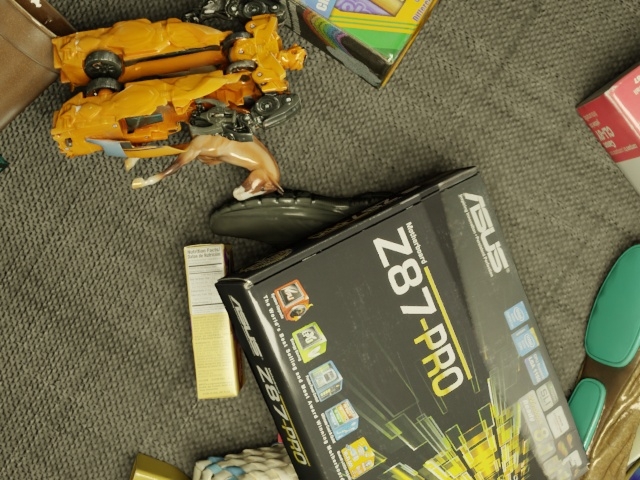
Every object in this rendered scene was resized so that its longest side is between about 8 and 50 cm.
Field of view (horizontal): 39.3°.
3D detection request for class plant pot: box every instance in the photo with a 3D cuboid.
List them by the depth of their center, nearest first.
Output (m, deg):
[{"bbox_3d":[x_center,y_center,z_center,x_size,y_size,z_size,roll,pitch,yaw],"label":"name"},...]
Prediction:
[{"bbox_3d":[-0.401,-0.228,1.116,0.167,0.167,0.165,44,98,1],"label":"plant pot"},{"bbox_3d":[-0.206,0.329,1.145,0.083,0.081,0.081,16,90,-10],"label":"plant pot"}]

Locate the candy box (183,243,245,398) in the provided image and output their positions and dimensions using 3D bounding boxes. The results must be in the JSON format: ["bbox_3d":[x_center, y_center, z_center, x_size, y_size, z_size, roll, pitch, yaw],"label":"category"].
[{"bbox_3d":[-0.132,0.097,1.129,0.053,0.109,0.186,-4,89,1],"label":"candy box"}]

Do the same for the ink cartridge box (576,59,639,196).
[{"bbox_3d":[0.549,-0.097,1.092,0.279,0.160,0.384,-36,89,1],"label":"ink cartridge box"}]

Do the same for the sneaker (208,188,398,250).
[{"bbox_3d":[0.000,0.000,1.134,0.287,0.109,0.130,3,100,5],"label":"sneaker"}]

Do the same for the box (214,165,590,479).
[{"bbox_3d":[0.103,0.157,1.000,0.318,0.097,0.394,-26,99,-27],"label":"box"}]

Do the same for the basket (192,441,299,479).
[{"bbox_3d":[-0.016,0.360,1.095,0.289,0.201,0.254,10,86,-26],"label":"basket"}]

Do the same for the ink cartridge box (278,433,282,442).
[{"bbox_3d":[0.022,0.155,1.111,0.128,0.127,0.176,2,89,9],"label":"ink cartridge box"}]

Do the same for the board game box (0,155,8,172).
[{"bbox_3d":[-0.482,-0.162,1.126,0.026,0.126,0.186,-41,89,1],"label":"board game box"}]

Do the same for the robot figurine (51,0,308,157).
[{"bbox_3d":[-0.158,-0.185,1.032,0.291,0.085,0.211,-7,62,-1],"label":"robot figurine"}]

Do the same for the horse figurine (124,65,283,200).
[{"bbox_3d":[-0.163,-0.153,1.099,0.175,0.066,0.263,-15,59,-12],"label":"horse figurine"}]

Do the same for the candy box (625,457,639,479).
[{"bbox_3d":[0.506,0.260,1.014,0.122,0.317,0.268,41,90,2],"label":"candy box"}]

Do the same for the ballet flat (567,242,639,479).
[{"bbox_3d":[0.389,0.174,1.128,0.124,0.116,0.342,18,91,-21],"label":"ballet flat"}]

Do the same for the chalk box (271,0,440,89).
[{"bbox_3d":[0.009,-0.348,1.092,0.289,0.180,0.179,35,90,0],"label":"chalk box"}]
